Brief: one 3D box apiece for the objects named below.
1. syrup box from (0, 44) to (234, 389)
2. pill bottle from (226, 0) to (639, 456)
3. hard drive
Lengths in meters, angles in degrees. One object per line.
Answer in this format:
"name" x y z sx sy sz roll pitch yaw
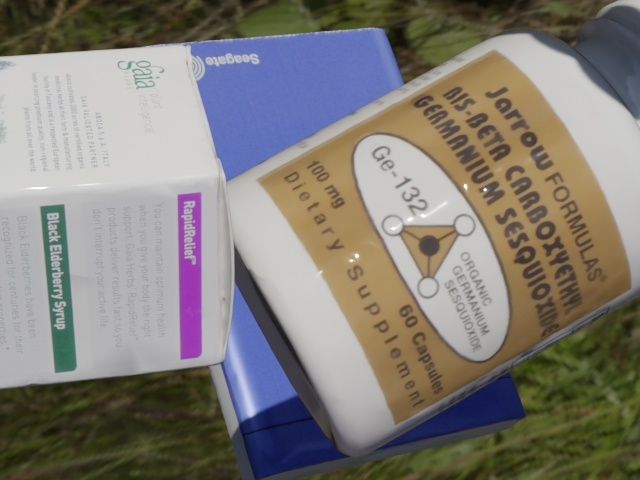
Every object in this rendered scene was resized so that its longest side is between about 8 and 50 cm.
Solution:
"syrup box" -0.155 -0.003 0.538 0.237 0.093 0.096 -5 129 -12
"pill bottle" 0.078 -0.017 0.635 0.229 0.131 0.131 -29 91 -8
"hard drive" 0.000 0.000 1.043 0.040 0.210 0.318 -49 55 56
